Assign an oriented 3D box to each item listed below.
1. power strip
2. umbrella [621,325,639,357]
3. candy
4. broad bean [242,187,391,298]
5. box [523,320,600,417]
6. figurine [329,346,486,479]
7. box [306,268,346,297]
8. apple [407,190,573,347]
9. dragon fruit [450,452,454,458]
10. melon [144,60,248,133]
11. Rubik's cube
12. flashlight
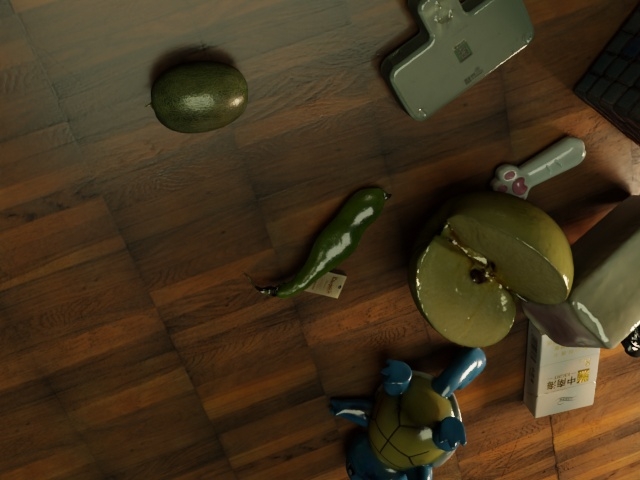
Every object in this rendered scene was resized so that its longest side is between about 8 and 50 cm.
[{"bbox_3d":[0.221,-0.350,1.251,0.265,0.059,0.194,-35,125,4],"label":"power strip"},{"bbox_3d":[0.731,0.149,1.634,0.110,0.122,0.273,15,127,26],"label":"umbrella"},{"bbox_3d":[0.585,0.055,1.427,0.358,0.208,0.145,-41,95,-9],"label":"candy"},{"bbox_3d":[0.007,0.009,1.379,0.318,0.056,0.098,-35,96,4],"label":"broad bean"},{"bbox_3d":[0.552,0.282,1.674,0.155,0.067,0.243,-11,119,-8],"label":"box"},{"bbox_3d":[0.185,0.382,1.561,0.298,0.243,0.416,42,101,15],"label":"figurine"},{"bbox_3d":[0.004,0.080,1.443,0.083,0.024,0.053,15,112,-23],"label":"box"},{"bbox_3d":[0.311,0.034,1.383,0.257,0.233,0.295,38,121,-13],"label":"apple"},{"bbox_3d":[0.285,0.465,1.709,0.060,0.056,0.083,-49,128,-13],"label":"dragon fruit"},{"bbox_3d":[-0.199,-0.230,1.172,0.167,0.114,0.114,-11,120,-8],"label":"melon"},{"bbox_3d":[0.654,-0.274,1.309,0.238,0.237,0.237,31,105,-27],"label":"Rubik's cube"},{"bbox_3d":[0.428,-0.137,1.429,0.200,0.047,0.093,-29,121,2],"label":"flashlight"}]
